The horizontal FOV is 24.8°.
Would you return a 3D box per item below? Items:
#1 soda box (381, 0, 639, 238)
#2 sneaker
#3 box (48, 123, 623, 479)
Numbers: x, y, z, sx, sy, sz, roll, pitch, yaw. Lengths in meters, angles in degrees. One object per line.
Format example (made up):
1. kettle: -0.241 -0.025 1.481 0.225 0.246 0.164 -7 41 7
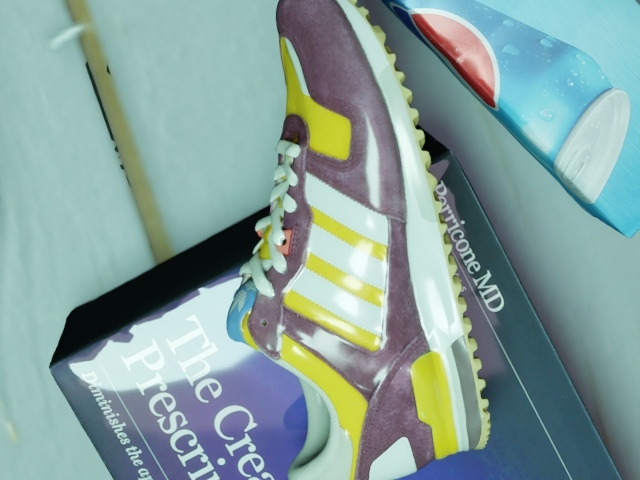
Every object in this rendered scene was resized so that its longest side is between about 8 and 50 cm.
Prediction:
1. soda box: 0.076 -0.100 0.609 0.071 0.067 0.210 -45 100 5
2. sneaker: 0.000 0.000 0.523 0.083 0.069 0.186 -17 94 -5
3. box: 0.029 0.110 0.630 0.184 0.103 0.261 -29 101 -1
